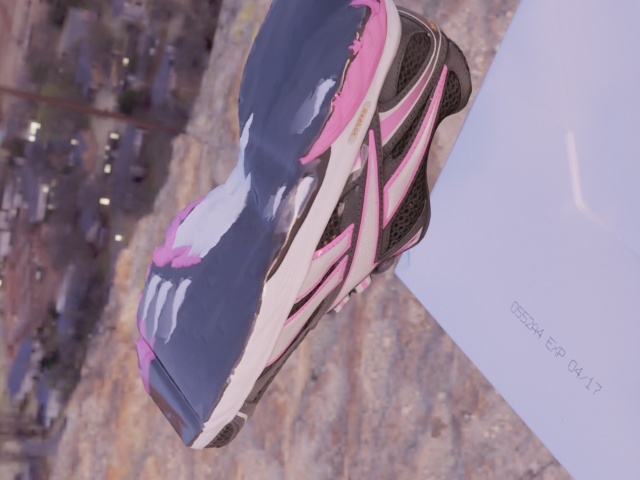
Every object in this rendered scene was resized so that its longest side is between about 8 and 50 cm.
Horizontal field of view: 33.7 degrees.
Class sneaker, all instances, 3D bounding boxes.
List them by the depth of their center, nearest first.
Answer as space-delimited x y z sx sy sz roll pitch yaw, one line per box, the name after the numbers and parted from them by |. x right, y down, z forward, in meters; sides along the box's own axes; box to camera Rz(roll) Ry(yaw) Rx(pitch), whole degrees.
0.000 0.000 0.369 0.178 0.077 0.072 -61 41 21 | sneaker

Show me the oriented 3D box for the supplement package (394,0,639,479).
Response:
0.188 0.007 0.497 0.262 0.145 0.204 51 124 49 | supplement package
